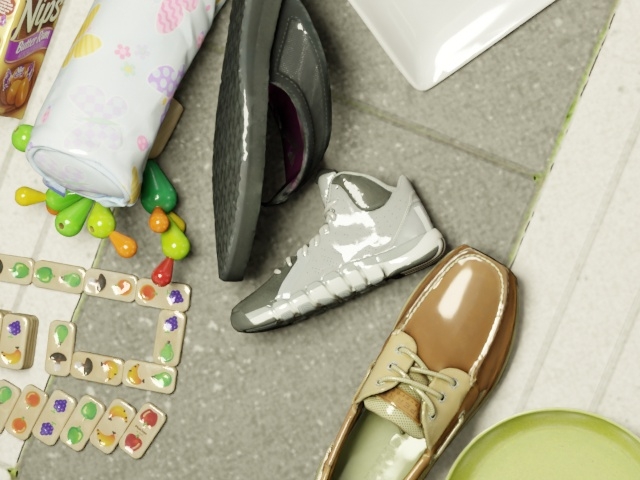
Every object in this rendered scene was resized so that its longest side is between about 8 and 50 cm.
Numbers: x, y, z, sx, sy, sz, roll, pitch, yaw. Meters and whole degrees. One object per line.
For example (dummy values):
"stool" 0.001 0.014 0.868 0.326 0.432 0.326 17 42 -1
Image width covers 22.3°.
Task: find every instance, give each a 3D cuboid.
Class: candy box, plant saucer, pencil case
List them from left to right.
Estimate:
"candy box" -0.318 -0.221 1.667 0.053 0.109 0.186 20 96 11
"pencil case" -0.185 -0.169 1.594 0.124 0.113 0.273 29 70 -24
"plant saucer" 0.236 0.283 1.604 0.241 0.037 0.241 0 91 11

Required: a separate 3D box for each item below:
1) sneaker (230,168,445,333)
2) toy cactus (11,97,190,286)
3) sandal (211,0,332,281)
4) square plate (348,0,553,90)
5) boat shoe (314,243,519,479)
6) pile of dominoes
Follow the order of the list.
"sneaker" 0.000 0.000 1.629 0.229 0.086 0.132 -23 82 1
"toy cactus" -0.204 -0.070 1.666 0.219 0.112 0.180 35 79 11
"sandal" -0.036 -0.173 1.590 0.107 0.167 0.445 7 96 -11
"square plate" 0.141 -0.354 1.516 0.344 0.049 0.347 -35 127 10
"boat shoe" 0.093 0.160 1.587 0.122 0.120 0.324 28 97 9
"pile of dominoes" -0.272 0.123 1.701 0.251 0.040 0.196 9 93 12
